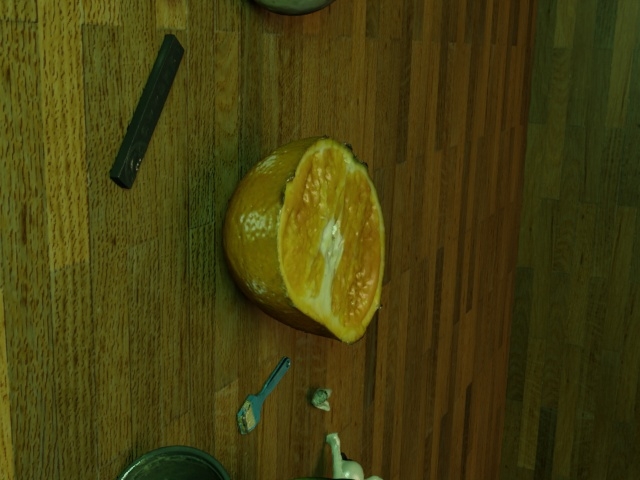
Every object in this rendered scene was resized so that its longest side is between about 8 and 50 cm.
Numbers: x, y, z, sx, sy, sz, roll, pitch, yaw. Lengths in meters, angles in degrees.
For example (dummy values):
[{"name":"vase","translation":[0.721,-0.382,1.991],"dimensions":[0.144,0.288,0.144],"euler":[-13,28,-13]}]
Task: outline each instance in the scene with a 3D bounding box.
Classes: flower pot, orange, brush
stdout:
[{"name":"flower pot","translation":[-0.170,0.342,1.025],"dimensions":[0.107,0.157,0.157],"euler":[80,29,-55]},{"name":"orange","translation":[-0.002,0.004,1.167],"dimensions":[0.310,0.274,0.274],"euler":[16,81,-30]},{"name":"brush","translation":[-0.086,0.238,1.326],"dimensions":[0.164,0.014,0.051],"euler":[-53,143,-49]}]

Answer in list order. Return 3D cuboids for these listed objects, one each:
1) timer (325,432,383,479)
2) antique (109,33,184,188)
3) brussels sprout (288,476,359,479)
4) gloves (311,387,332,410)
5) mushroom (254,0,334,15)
[{"name":"timer","translation":[0.030,0.480,1.490],"dimensions":[0.266,0.175,0.175],"euler":[-59,148,-54]},{"name":"antique","translation":[-0.197,-0.150,0.971],"dimensions":[0.031,0.015,0.192],"euler":[50,52,-58]},{"name":"brussels sprout","translation":[-0.011,0.472,1.168],"dimensions":[0.371,0.314,0.276],"euler":[36,53,-30]},{"name":"gloves","translation":[0.004,0.278,1.499],"dimensions":[0.044,0.037,0.081],"euler":[-45,154,-14]},{"name":"mushroom","translation":[-0.021,-0.407,1.107],"dimensions":[0.226,0.178,0.226],"euler":[-45,163,-18]}]
